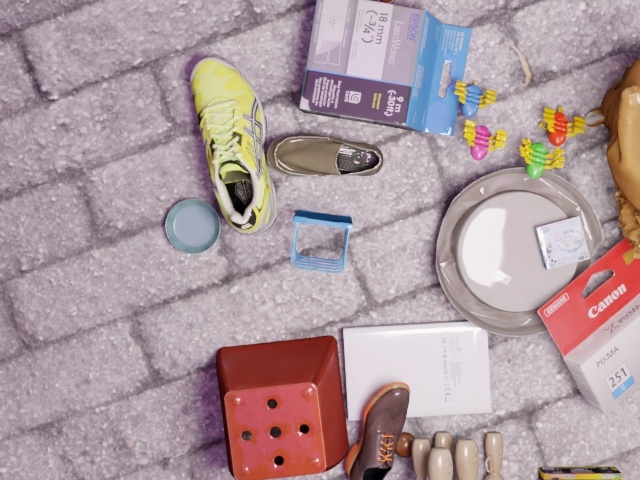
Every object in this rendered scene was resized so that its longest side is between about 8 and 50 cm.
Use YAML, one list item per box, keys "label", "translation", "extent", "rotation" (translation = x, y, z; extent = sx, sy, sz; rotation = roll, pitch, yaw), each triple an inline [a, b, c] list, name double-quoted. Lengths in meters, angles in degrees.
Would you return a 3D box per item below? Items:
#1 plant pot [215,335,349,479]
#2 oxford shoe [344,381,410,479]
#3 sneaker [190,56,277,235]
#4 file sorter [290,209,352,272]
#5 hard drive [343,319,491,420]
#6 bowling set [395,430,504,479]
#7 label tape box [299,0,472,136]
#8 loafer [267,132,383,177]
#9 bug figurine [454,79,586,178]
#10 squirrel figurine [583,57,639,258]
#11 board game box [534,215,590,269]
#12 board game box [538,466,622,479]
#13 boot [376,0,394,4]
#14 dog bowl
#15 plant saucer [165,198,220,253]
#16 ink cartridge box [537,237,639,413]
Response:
- label: "plant pot"
  translation: [-0.086, 0.359, 1.591]
  extent: [0.268, 0.236, 0.267]
  rotation: [-7, 93, 2]
- label: "oxford shoe"
  translation: [0.135, 0.420, 1.621]
  extent: [0.097, 0.098, 0.271]
  rotation: [7, 115, -21]
- label: "sneaker"
  translation: [-0.175, -0.199, 1.604]
  extent: [0.145, 0.147, 0.384]
  rotation: [-18, 92, 4]
- label: "file sorter"
  translation: [0.000, 0.000, 1.603]
  extent: [0.118, 0.170, 0.104]
  rotation: [8, 97, 1]
- label: "hard drive"
  translation: [0.208, 0.280, 1.678]
  extent: [0.308, 0.040, 0.202]
  rotation: [-3, 93, 2]
- label: "bowling set"
  translation: [0.253, 0.491, 1.645]
  extent: [0.200, 0.287, 0.154]
  rotation: [-4, 85, 44]
- label: "label tape box"
  translation: [0.139, -0.361, 1.609]
  extent: [0.334, 0.106, 0.240]
  rotation: [9, 94, 1]
- label: "loafer"
  translation: [0.016, -0.179, 1.613]
  extent: [0.251, 0.087, 0.094]
  rotation: [-1, 93, -10]
- label: "bug figurine"
  translation: [0.393, -0.227, 1.589]
  extent: [0.279, 0.072, 0.216]
  rotation: [19, 53, 2]
- label: "squirrel figurine"
  translation: [0.645, -0.168, 1.507]
  extent: [0.281, 0.370, 0.396]
  rotation: [-5, 114, 0]
- label: "board game box"
  translation: [0.488, 0.005, 1.565]
  extent: [0.090, 0.020, 0.090]
  rotation: [-15, 94, 2]
- label: "board game box"
  translation: [0.563, 0.566, 1.685]
  extent: [0.170, 0.048, 0.141]
  rotation: [-1, 92, 1]
- label: "boot"
  translation: [0.142, -0.576, 1.607]
  extent: [0.059, 0.084, 0.157]
  rotation: [0, 92, 3]
- label: "dog bowl"
  translation: [0.407, 0.022, 1.628]
  extent: [0.349, 0.102, 0.348]
  rotation: [0, 93, 2]
- label: "plant saucer"
  translation: [-0.275, -0.031, 1.678]
  extent: [0.120, 0.021, 0.119]
  rotation: [0, 94, 1]
- label: "ink cartridge box"
  translation: [0.619, 0.163, 1.584]
  extent: [0.296, 0.066, 0.261]
  rotation: [-37, 111, -11]
